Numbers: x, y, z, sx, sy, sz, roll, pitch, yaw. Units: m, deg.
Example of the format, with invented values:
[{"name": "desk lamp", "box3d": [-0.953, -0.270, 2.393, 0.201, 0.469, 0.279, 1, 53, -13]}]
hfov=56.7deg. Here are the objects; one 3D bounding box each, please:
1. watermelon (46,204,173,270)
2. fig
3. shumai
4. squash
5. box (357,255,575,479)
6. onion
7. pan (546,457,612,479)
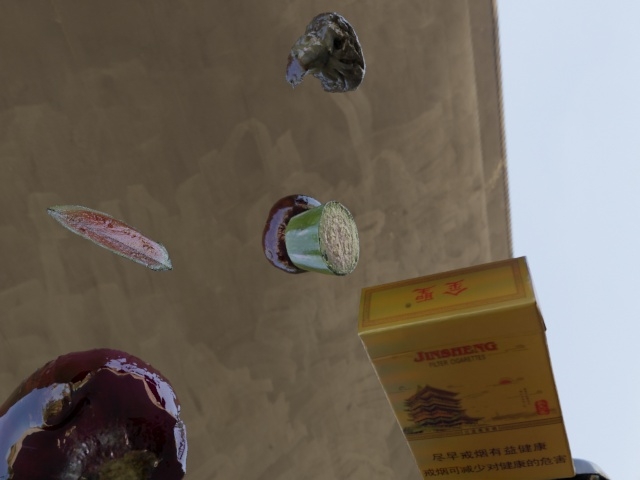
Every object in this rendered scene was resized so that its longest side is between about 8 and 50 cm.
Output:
[{"name": "watermelon", "box3d": [-0.392, -0.009, 1.124, 0.245, 0.119, 0.063, 31, -97, -19]}, {"name": "fig", "box3d": [-0.049, -0.019, 1.554, 0.249, 0.186, 0.204, -25, -63, -80]}, {"name": "shumai", "box3d": [0.003, -0.449, 1.479, 0.175, 0.166, 0.206, -39, -68, -37]}, {"name": "squash", "box3d": [0.000, 0.000, 1.325, 0.170, 0.122, 0.170, 23, -116, -60]}, {"name": "box", "box3d": [0.165, 0.157, 0.645, 0.076, 0.174, 0.274, -80, -29, -54]}, {"name": "onion", "box3d": [-0.481, 0.395, 1.253, 0.398, 0.420, 0.399, -5, -73, -15]}, {"name": "pan", "box3d": [0.374, 0.413, 0.975, 0.128, 0.048, 0.202, 35, -59, -24]}]
